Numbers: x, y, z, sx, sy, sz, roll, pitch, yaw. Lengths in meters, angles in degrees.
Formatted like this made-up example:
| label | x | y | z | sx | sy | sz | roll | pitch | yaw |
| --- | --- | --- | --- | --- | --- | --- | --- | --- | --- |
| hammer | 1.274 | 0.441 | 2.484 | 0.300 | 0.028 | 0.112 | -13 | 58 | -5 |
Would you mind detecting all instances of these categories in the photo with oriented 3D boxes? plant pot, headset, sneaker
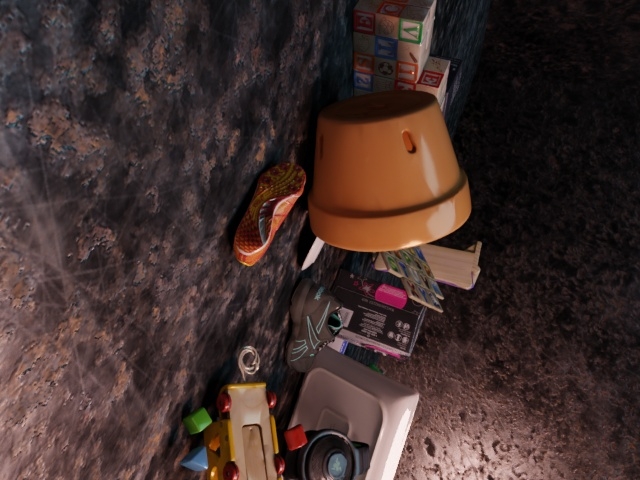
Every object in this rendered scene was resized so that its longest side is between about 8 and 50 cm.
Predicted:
| label | x | y | z | sx | sy | sz | roll | pitch | yaw |
| --- | --- | --- | --- | --- | --- | --- | --- | --- | --- |
| plant pot | 0.110 | -0.138 | 0.915 | 0.291 | 0.291 | 0.203 | -51 | 138 | -53 |
| headset | -0.054 | 0.468 | 1.036 | 0.394 | 0.244 | 0.185 | 25 | 59 | -56 |
| sneaker | -0.077 | -0.044 | 0.753 | 0.175 | 0.064 | 0.067 | -58 | 180 | -28 |
| sneaker | -0.013 | 0.204 | 1.135 | 0.101 | 0.106 | 0.267 | -58 | 160 | -47 |

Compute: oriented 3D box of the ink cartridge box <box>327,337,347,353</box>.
| label | x | y | z | sx | sy | sz | roll | pitch | yaw |
| --- | --- | --- | --- | --- | --- | --- | --- | --- | --- |
| ink cartridge box | 0.032 | 0.359 | 1.569 | 0.097 | 0.046 | 0.207 | 80 | 31 | -61 |

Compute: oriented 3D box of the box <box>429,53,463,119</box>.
| label | x | y | z | sx | sy | sz | roll | pitch | yaw |
| --- | --- | --- | --- | --- | --- | --- | --- | --- | --- |
| box | 0.271 | -0.405 | 1.361 | 0.093 | 0.156 | 0.158 | 86 | 26 | -51 |

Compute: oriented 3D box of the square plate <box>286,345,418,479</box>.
| label | x | y | z | sx | sy | sz | roll | pitch | yaw |
| --- | --- | --- | --- | --- | --- | --- | --- | --- | --- |
| square plate | 0.041 | 0.460 | 1.260 | 0.049 | 0.344 | 0.347 | 18 | 89 | -44 |

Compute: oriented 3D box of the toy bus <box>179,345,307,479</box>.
| label | x | y | z | sx | sy | sz | roll | pitch | yaw |
| --- | --- | --- | --- | --- | --- | --- | --- | --- | --- |
| toy bus | -0.133 | 0.305 | 0.820 | 0.104 | 0.191 | 0.202 | -29 | -164 | 39 |

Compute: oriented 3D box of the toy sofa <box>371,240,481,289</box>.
| label | x | y | z | sx | sy | sz | roll | pitch | yaw |
| --- | --- | --- | --- | --- | --- | --- | --- | --- | --- |
| toy sofa | 0.359 | 0.074 | 1.810 | 0.150 | 0.363 | 0.177 | 72 | 31 | -66 |

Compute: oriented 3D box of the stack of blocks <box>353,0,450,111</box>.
| label | x | y | z | sx | sy | sz | roll | pitch | yaw |
| --- | --- | --- | --- | --- | --- | --- | --- | --- | --- |
| stack of blocks | 0.158 | -0.325 | 1.028 | 0.297 | 0.171 | 0.087 | 84 | 28 | -55 |

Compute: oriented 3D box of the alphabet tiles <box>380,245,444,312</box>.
| label | x | y | z | sx | sy | sz | roll | pitch | yaw |
| --- | --- | --- | --- | --- | --- | --- | --- | --- | --- |
| alphabet tiles | 0.218 | 0.027 | 1.390 | 0.285 | 0.011 | 0.342 | 27 | 35 | -46 |

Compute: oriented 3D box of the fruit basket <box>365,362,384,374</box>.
| label | x | y | z | sx | sy | sz | roll | pitch | yaw |
| --- | --- | --- | --- | --- | --- | --- | --- | --- | --- |
| fruit basket | 0.096 | 0.577 | 1.723 | 0.353 | 0.165 | 0.327 | -52 | 171 | -3 |

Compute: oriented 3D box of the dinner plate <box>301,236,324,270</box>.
| label | x | y | z | sx | sy | sz | roll | pitch | yaw |
| --- | --- | --- | --- | --- | --- | --- | --- | --- | --- |
| dinner plate | 0.000 | 0.000 | 1.052 | 0.141 | 0.017 | 0.141 | -63 | 179 | -2 |

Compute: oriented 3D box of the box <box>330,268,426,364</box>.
| label | x | y | z | sx | sy | sz | roll | pitch | yaw |
| --- | --- | --- | --- | --- | --- | --- | --- | --- | --- |
| box | 0.144 | 0.207 | 1.411 | 0.142 | 0.247 | 0.163 | 74 | 37 | -65 |
